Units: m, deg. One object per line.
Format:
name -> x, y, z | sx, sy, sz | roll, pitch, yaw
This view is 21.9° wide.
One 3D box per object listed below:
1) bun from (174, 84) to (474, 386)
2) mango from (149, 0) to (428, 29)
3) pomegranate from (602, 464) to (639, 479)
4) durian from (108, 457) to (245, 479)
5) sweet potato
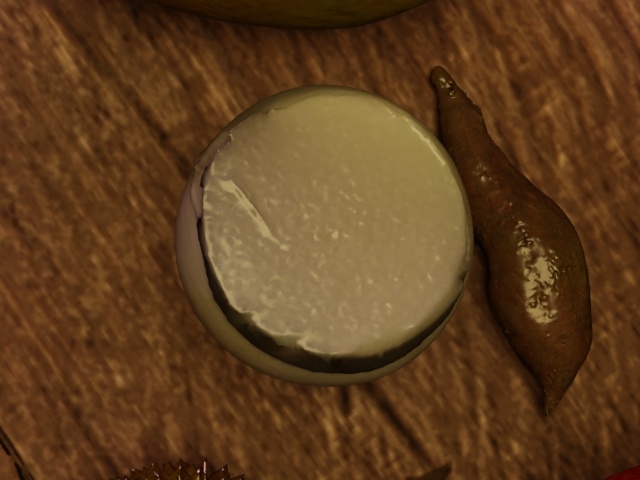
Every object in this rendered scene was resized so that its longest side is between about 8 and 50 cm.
bun -> 0.000, 0.000, 0.956 | 0.173, 0.120, 0.173 | 2, 82, -12
mango -> -0.046, -0.235, 0.903 | 0.365, 0.253, 0.182 | 3, 42, -12
pomegranate -> 0.200, 0.237, 0.926 | 0.210, 0.210, 0.235 | 39, 105, -2
durian -> -0.080, 0.201, 0.935 | 0.168, 0.137, 0.158 | -18, 69, 7
sweet potato -> 0.121, -0.006, 0.997 | 0.068, 0.068, 0.226 | -19, 86, -7
